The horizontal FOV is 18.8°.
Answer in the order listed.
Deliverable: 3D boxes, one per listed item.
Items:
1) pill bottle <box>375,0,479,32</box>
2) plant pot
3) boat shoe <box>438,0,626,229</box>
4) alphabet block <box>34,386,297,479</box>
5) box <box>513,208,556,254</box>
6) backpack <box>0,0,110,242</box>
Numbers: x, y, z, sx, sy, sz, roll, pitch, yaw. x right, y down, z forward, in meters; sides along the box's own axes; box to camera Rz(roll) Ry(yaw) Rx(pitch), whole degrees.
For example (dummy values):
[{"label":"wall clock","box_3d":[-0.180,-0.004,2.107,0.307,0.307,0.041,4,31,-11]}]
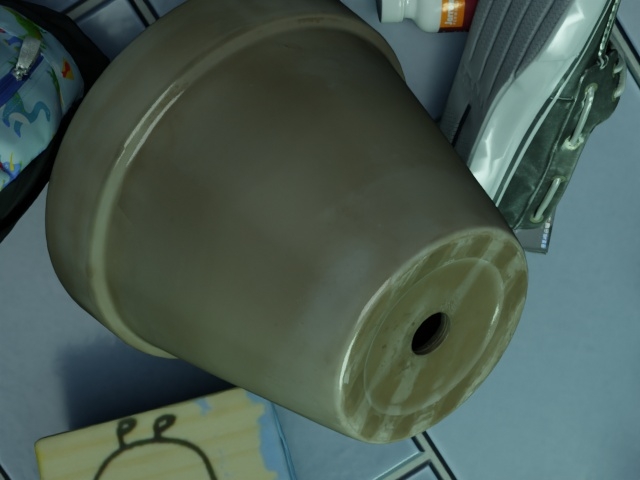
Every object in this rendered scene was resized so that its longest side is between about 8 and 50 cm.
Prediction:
[{"label":"pill bottle","box_3d":[0.123,-0.217,1.613,0.152,0.086,0.086,-4,101,-3]},{"label":"plant pot","box_3d":[0.000,0.000,1.480,0.323,0.280,0.323,-28,137,-29]},{"label":"boat shoe","box_3d":[0.187,-0.141,1.566,0.119,0.121,0.335,3,136,-23]},{"label":"alphabet block","box_3d":[-0.109,0.251,1.604,0.197,0.193,0.192,-16,64,-2]},{"label":"box","box_3d":[0.172,-0.034,1.687,0.067,0.018,0.083,9,101,-6]},{"label":"backpack","box_3d":[-0.335,-0.048,1.435,0.290,0.355,0.273,-32,117,21]}]
